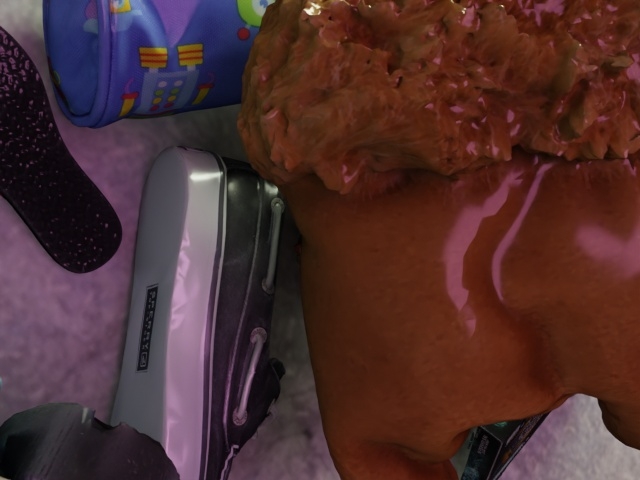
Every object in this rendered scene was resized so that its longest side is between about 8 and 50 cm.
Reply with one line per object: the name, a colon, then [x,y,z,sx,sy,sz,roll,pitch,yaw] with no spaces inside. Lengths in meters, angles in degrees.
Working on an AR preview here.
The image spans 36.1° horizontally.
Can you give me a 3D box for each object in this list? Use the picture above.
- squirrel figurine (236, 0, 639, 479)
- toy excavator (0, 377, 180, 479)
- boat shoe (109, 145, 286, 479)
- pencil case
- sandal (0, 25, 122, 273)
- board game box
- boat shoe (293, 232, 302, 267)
squirrel figurine: [0.171,-0.044,0.543,0.281,0.370,0.397,-75,148,-52]
toy excavator: [-0.282,0.104,0.387,0.445,0.433,0.222,25,34,-8]
boat shoe: [-0.072,0.093,0.636,0.102,0.108,0.301,10,78,-30]
pencil case: [-0.030,-0.160,0.644,0.306,0.119,0.133,-16,101,-31]
sandal: [-0.186,-0.055,0.603,0.067,0.040,0.179,-39,124,-20]
board game box: [0.182,0.112,0.789,0.186,0.026,0.126,-44,157,-24]
boat shoe: [0.000,0.000,0.707,0.043,0.049,0.137,1,88,-29]
